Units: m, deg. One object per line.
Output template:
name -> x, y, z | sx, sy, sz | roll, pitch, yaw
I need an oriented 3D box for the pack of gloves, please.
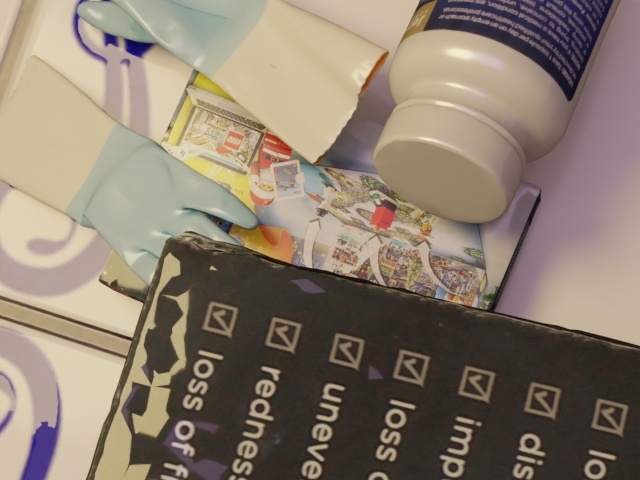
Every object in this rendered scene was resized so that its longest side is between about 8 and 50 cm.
pack of gloves -> -0.103, -0.088, 1.018 | 0.232, 0.046, 0.195 | 32, 88, 31

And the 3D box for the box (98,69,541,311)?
box -> 0.000, 0.000, 1.035 | 0.233, 0.044, 0.159 | 23, 84, 10

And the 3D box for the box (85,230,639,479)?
box -> 0.103, 0.305, 0.765 | 0.472, 0.297, 0.480 | 13, 72, 12

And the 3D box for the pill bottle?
pill bottle -> 0.104, -0.109, 0.980 | 0.112, 0.112, 0.186 | 21, 65, 9
